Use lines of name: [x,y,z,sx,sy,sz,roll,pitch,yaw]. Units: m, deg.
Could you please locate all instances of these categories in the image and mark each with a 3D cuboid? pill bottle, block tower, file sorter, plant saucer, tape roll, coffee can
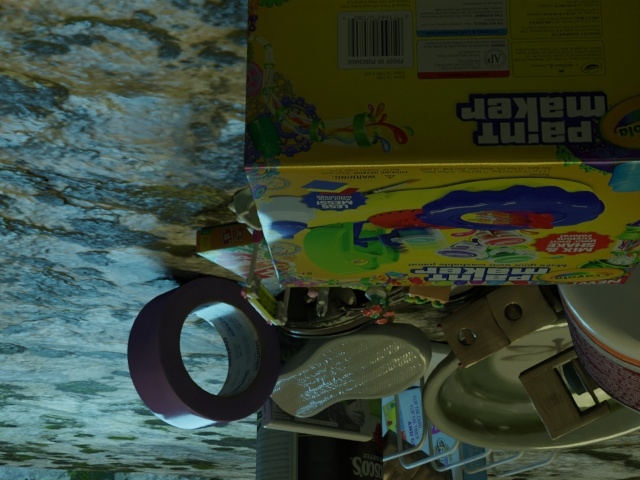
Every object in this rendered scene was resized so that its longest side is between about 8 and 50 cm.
pill bottle: [0.364,0.059,1.237,0.224,0.224,0.392,-5,160,14]
block tower: [0.078,0.359,2.051,0.335,0.091,0.097,34,-171,-2]
file sorter: [0.226,0.284,1.969,0.278,0.173,0.193,11,155,-27]
plant saucer: [0.338,0.172,1.680,0.400,0.100,0.400,-3,145,-2]
tape roll: [-0.150,0.147,1.553,0.189,0.189,0.080,15,157,-36]
coffee can: [-0.002,0.295,1.854,0.201,0.275,0.201,0,162,0]

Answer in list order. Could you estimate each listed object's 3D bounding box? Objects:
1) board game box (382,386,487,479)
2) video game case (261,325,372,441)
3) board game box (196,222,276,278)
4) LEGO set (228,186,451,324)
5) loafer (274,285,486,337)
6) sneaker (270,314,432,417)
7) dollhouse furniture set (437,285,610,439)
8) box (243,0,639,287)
board game box: [0.166,0.400,2.217,0.064,0.242,0.316,14,158,-41]
video game case: [-0.009,0.193,1.711,0.190,0.173,0.022,15,147,-37]
board game box: [0.000,0.000,1.364,0.259,0.039,0.124,-12,158,24]
LEGO set: [0.008,0.043,1.271,0.287,0.107,0.132,32,141,-33]
loafer: [0.061,0.046,1.422,0.267,0.096,0.084,-14,151,13]
sneaker: [0.061,0.126,1.565,0.108,0.169,0.292,50,141,-13]
dollhouse furniture set: [0.246,0.142,1.439,0.129,0.183,0.129,-30,175,14]
box: [0.102,-0.086,0.888,0.290,0.177,0.279,-1,162,3]
